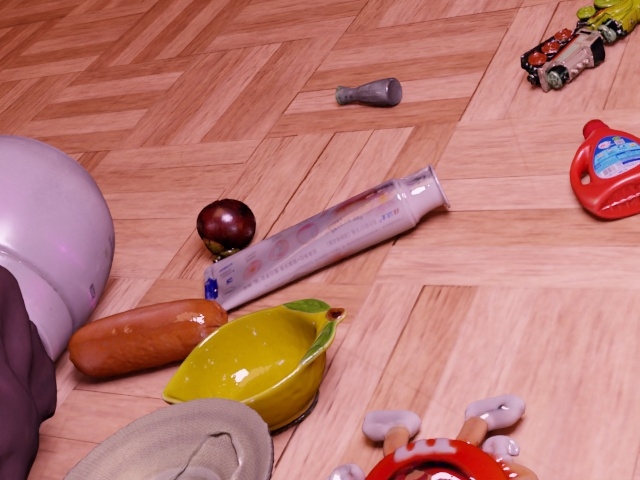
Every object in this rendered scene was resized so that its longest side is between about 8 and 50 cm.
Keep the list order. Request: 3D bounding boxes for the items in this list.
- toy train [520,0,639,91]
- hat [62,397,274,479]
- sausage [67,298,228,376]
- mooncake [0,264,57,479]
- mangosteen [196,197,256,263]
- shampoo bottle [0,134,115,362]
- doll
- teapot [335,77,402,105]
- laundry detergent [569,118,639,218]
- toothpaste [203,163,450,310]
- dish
[{"bbox_3d":[0.384,-0.292,1.293,0.249,0.053,0.085,-39,42,-21],"label":"toy train"},{"bbox_3d":[-0.132,0.263,0.798,0.252,0.110,0.252,-21,27,11],"label":"hat"},{"bbox_3d":[-0.202,0.113,1.082,0.197,0.076,0.076,-13,35,15],"label":"sausage"},{"bbox_3d":[-0.376,0.179,0.843,0.212,0.351,0.381,-11,58,2],"label":"mooncake"},{"bbox_3d":[-0.123,-0.017,1.217,0.081,0.081,0.081,-17,34,12],"label":"mangosteen"},{"bbox_3d":[-0.406,0.028,1.150,0.273,0.273,0.266,-9,46,21],"label":"shampoo bottle"},{"bbox_3d":[0.087,0.207,0.764,0.183,0.085,0.217,-10,27,19],"label":"doll"},{"bbox_3d":[0.071,-0.226,1.414,0.110,0.043,0.043,3,42,41],"label":"teapot"},{"bbox_3d":[0.330,-0.089,1.054,0.097,0.049,0.165,-22,31,11],"label":"laundry detergent"},{"bbox_3d":[0.000,0.000,1.126,0.323,0.066,0.100,-24,38,9],"label":"toothpaste"},{"bbox_3d":[-0.055,0.141,0.946,0.207,0.080,0.149,-23,30,4],"label":"dish"}]
